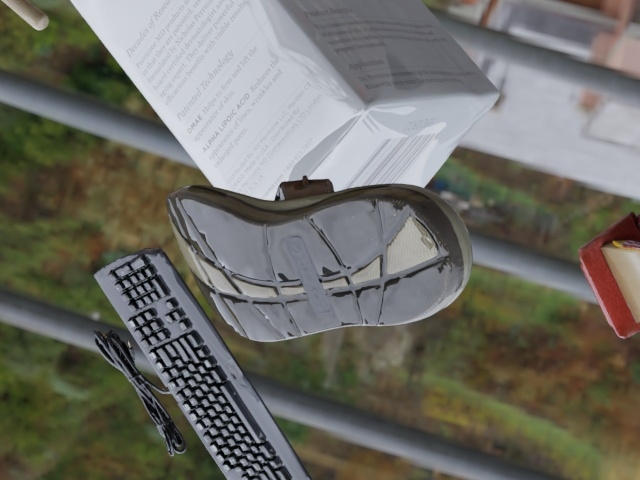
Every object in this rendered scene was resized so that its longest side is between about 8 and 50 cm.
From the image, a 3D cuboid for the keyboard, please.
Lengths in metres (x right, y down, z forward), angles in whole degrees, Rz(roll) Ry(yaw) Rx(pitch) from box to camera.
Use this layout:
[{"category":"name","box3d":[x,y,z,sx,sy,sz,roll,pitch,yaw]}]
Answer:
[{"category":"keyboard","box3d":[-0.148,0.160,1.749,0.201,0.033,0.317,-24,100,49]}]

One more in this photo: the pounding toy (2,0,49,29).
[{"category":"pounding toy","box3d":[-0.226,-0.195,0.967,0.141,0.100,0.130,9,-167,-13]}]

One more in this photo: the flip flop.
[{"category":"flip flop","box3d":[0.000,0.000,1.056,0.277,0.080,0.112,-5,112,48]}]

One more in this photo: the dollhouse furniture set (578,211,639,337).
[{"category":"dollhouse furniture set","box3d":[0.426,0.133,1.609,0.374,0.152,0.201,63,167,-11]}]

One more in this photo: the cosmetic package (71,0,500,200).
[{"category":"cosmetic package","box3d":[-0.062,-0.200,1.318,0.385,0.156,0.217,51,-150,19]}]
